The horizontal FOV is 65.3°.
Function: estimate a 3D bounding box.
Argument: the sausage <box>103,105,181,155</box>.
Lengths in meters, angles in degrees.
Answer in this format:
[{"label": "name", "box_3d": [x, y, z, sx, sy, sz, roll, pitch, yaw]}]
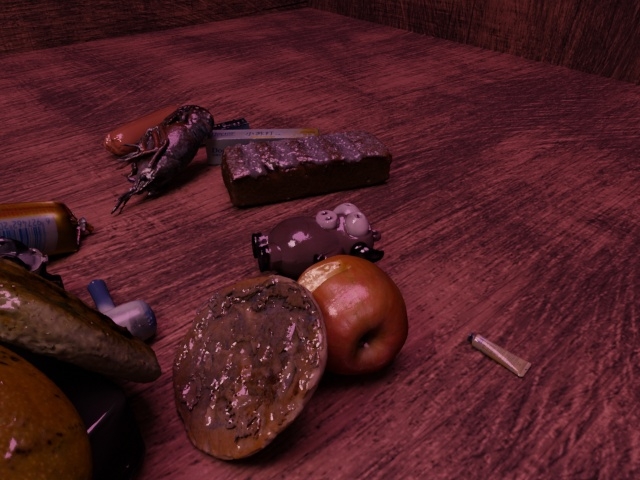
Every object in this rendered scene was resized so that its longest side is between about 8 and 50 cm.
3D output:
[{"label": "sausage", "box_3d": [-0.500, -0.326, 1.464, 0.086, 0.086, 0.289, 19, 38, 25]}]

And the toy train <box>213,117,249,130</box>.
[{"label": "toy train", "box_3d": [-0.326, -0.310, 1.473, 0.234, 0.051, 0.052, -20, 40, -21]}]

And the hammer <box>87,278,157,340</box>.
[{"label": "hammer", "box_3d": [-0.362, 0.118, 0.857, 0.116, 0.069, 0.194, -23, 36, -27]}]

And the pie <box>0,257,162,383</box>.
[{"label": "pie", "box_3d": [-0.334, 0.095, 0.621, 0.323, 0.323, 0.070, 19, 75, 25]}]

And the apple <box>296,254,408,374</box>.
[{"label": "apple", "box_3d": [0.040, 0.108, 0.777, 0.199, 0.199, 0.199, 0, 35, 0]}]

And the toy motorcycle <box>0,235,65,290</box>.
[{"label": "toy motorcycle", "box_3d": [-0.575, 0.088, 0.820, 0.263, 0.157, 0.091, -14, 35, -23]}]

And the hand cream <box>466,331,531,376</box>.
[{"label": "hand cream", "box_3d": [0.285, 0.182, 0.805, 0.102, 0.022, 0.035, 31, 45, 28]}]

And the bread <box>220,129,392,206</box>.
[{"label": "bread", "box_3d": [-0.034, -0.190, 1.251, 0.417, 0.113, 0.165, -11, 39, -17]}]

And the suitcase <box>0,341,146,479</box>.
[{"label": "suitcase", "box_3d": [-0.402, 0.268, 0.533, 0.340, 0.188, 0.345, 16, 39, 18]}]

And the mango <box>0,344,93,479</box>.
[{"label": "mango", "box_3d": [-0.360, 0.157, 0.429, 0.330, 0.176, 0.175, 7, -6, -1]}]

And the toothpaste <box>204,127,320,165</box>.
[{"label": "toothpaste", "box_3d": [-0.155, -0.259, 1.370, 0.313, 0.089, 0.071, -1, 40, -2]}]

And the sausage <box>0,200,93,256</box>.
[{"label": "sausage", "box_3d": [-0.592, -0.017, 0.965, 0.125, 0.117, 0.317, 45, 29, 19]}]

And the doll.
[{"label": "doll", "box_3d": [-0.001, 0.002, 0.974, 0.258, 0.117, 0.182, -13, 32, -14]}]

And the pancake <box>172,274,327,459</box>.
[{"label": "pancake", "box_3d": [-0.104, 0.161, 0.699, 0.283, 0.049, 0.282, -22, 48, 26]}]

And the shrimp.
[{"label": "shrimp", "box_3d": [-0.402, -0.198, 1.254, 0.137, 0.172, 0.372, 36, 67, 14]}]
